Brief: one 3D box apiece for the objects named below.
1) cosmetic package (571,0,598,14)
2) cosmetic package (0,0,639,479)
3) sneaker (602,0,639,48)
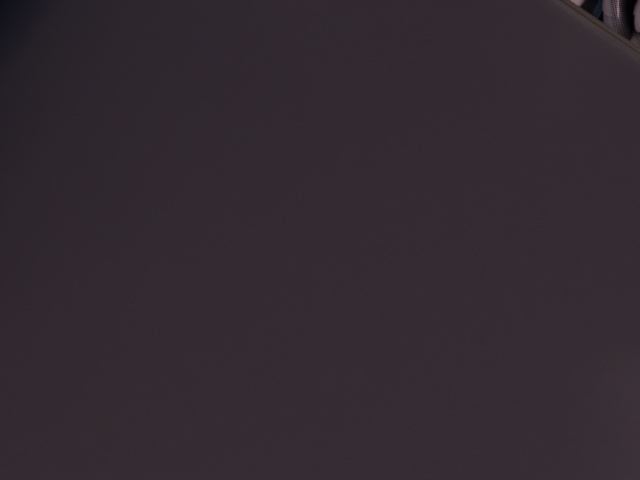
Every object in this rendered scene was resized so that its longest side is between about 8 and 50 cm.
[{"bbox_3d":[0.107,-0.171,1.038,0.217,0.156,0.385,-58,169,21],"label":"cosmetic package"},{"bbox_3d":[0.004,0.046,0.638,0.329,0.327,0.394,-53,172,0],"label":"cosmetic package"},{"bbox_3d":[0.335,-0.288,1.080,0.210,0.137,0.365,-29,130,-71],"label":"sneaker"}]
